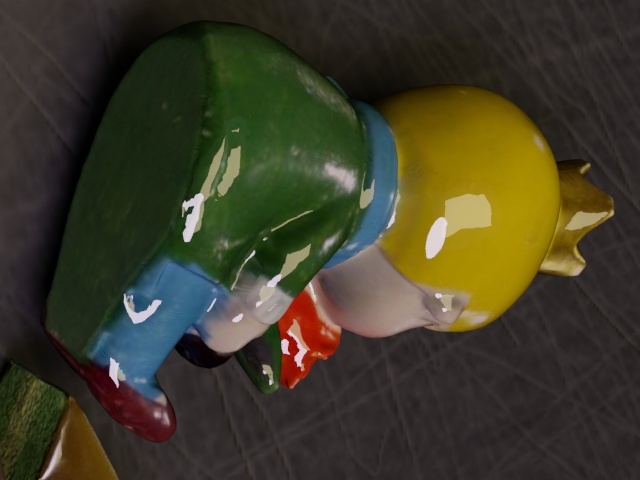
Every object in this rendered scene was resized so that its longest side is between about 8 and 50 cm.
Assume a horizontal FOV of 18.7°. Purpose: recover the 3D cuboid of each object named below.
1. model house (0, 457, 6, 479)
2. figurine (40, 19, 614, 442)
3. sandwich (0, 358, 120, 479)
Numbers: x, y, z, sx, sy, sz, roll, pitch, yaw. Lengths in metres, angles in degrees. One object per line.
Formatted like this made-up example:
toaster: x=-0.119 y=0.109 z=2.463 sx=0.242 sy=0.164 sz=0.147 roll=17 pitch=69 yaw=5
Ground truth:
model house: x=-0.230 y=0.150 z=0.686 sx=0.229 sy=0.220 sz=0.199 roll=-33 pitch=140 yaw=28
figurine: x=0.007 y=0.009 z=0.847 sx=0.234 sy=0.127 sz=0.185 roll=15 pitch=97 yaw=-44
sandwich: x=-0.091 y=0.111 z=0.829 sx=0.116 sy=0.074 sz=0.074 roll=29 pitch=85 yaw=-35
